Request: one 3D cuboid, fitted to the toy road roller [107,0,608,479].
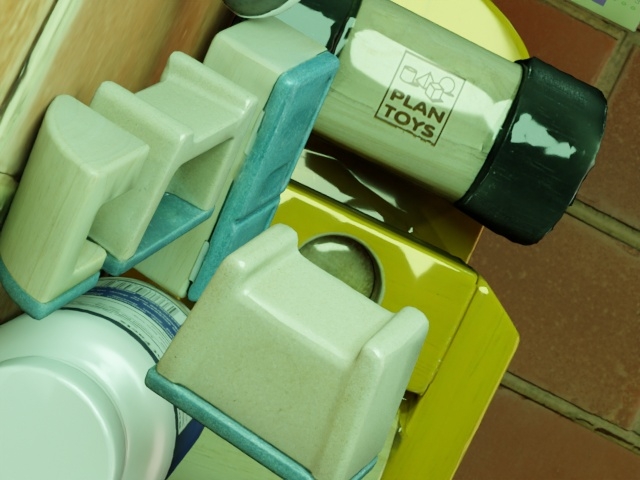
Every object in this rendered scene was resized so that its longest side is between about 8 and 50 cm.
[{"bbox_3d":[0.000,0.000,0.994,0.330,0.202,0.240,-65,-172,2],"label":"toy road roller"}]

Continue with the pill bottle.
[{"bbox_3d":[-0.101,0.071,0.730,0.094,0.094,0.169,-63,177,8],"label":"pill bottle"}]

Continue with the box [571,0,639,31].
[{"bbox_3d":[0.231,-0.340,1.593,0.117,0.243,0.213,-62,177,-30],"label":"box"}]

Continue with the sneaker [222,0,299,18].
[{"bbox_3d":[-0.024,-0.147,0.704,0.065,0.061,0.158,-25,155,-36],"label":"sneaker"}]

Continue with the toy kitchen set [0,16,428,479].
[{"bbox_3d":[-0.022,0.018,0.706,0.207,0.166,0.122,-35,154,-59],"label":"toy kitchen set"}]
